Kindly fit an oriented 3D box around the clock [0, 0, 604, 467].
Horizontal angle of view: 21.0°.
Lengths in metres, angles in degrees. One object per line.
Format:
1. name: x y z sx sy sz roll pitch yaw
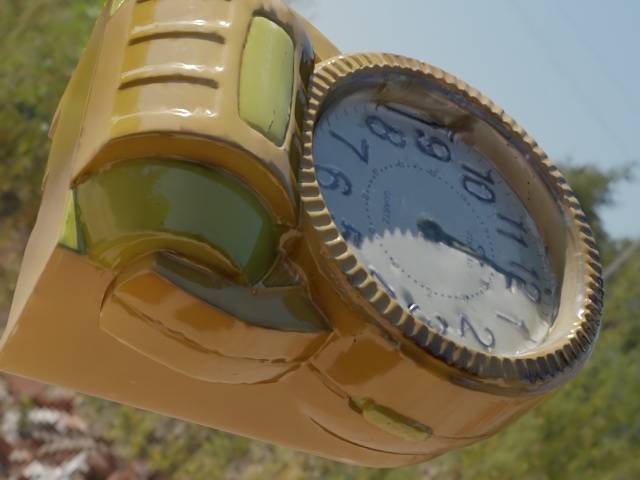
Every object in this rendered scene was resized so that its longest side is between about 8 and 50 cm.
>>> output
1. clock: 0.000 0.000 0.977 0.317 0.200 0.244 23 48 -20
